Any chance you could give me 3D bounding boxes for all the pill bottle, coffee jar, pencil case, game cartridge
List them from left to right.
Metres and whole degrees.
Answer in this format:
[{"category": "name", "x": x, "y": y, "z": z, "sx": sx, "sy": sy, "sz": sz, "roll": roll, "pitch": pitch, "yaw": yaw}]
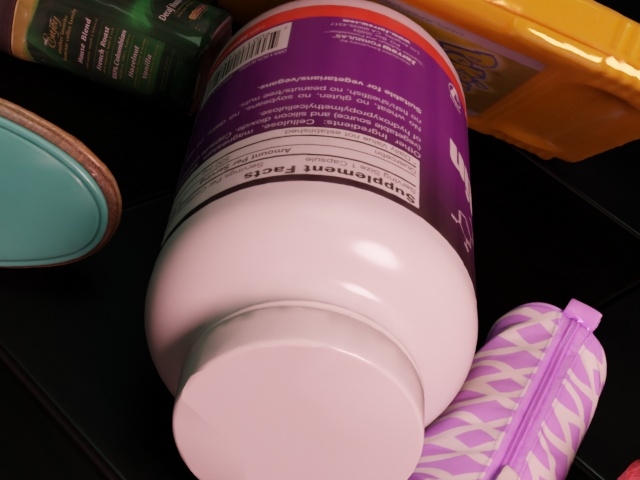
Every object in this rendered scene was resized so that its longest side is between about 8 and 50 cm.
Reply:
[{"category": "coffee jar", "x": -0.167, "y": -0.166, "z": 0.960, "sx": 0.184, "sy": 0.079, "sz": 0.096, "roll": 19, "pitch": 32, "yaw": 3}, {"category": "pill bottle", "x": 0.000, "y": 0.000, "z": 0.726, "sx": 0.181, "sy": 0.181, "sz": 0.323, "roll": 13, "pitch": 37, "yaw": -5}, {"category": "game cartridge", "x": 0.083, "y": -0.148, "z": 0.893, "sx": 0.323, "sy": 0.053, "sz": 0.285, "roll": 25, "pitch": -6, "yaw": -4}, {"category": "pencil case", "x": 0.101, "y": 0.116, "z": 0.695, "sx": 0.086, "sy": 0.088, "sz": 0.206, "roll": 27, "pitch": 37, "yaw": 10}]

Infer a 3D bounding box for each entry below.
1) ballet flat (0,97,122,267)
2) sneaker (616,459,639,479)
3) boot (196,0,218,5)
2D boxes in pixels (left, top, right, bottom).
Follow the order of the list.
[{"category": "ballet flat", "x": -0.295, "y": -0.059, "z": 0.769, "sx": 0.342, "sy": 0.116, "sz": 0.124, "roll": 5, "pitch": 19, "yaw": -9}, {"category": "sneaker", "x": 0.273, "y": 0.201, "z": 0.610, "sx": 0.314, "sy": 0.136, "sz": 0.116, "roll": 21, "pitch": 38, "yaw": 6}, {"category": "boot", "x": -0.125, "y": -0.253, "z": 1.111, "sx": 0.197, "sy": 0.073, "sz": 0.152, "roll": 25, "pitch": 26, "yaw": 21}]
